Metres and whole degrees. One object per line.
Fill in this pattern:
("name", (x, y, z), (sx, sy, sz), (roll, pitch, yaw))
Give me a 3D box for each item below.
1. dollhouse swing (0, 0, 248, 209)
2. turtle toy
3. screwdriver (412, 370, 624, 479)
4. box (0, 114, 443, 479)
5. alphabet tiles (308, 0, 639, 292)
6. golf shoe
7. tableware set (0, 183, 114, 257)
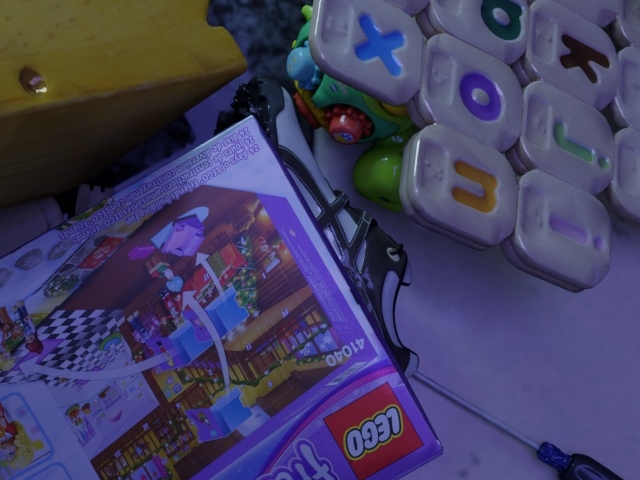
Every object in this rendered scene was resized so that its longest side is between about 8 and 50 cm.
("dollhouse swing", (-0.294, -0.137, 0.873), (0.315, 0.305, 0.346), (-20, 75, -54))
("turtle toy", (0.025, -0.079, 0.947), (0.066, 0.095, 0.130), (-35, 90, 7))
("screwdriver", (0.117, 0.115, 0.967), (0.170, 0.025, 0.024), (33, 76, -7))
("box", (-0.112, 0.092, 0.857), (0.293, 0.057, 0.201), (-29, 95, 0))
("alphabet tiles", (0.113, -0.117, 0.945), (0.278, 0.021, 0.284), (22, 60, -28))
("golf shoe", (0.000, 0.000, 0.939), (0.094, 0.077, 0.198), (-12, 92, -25))
("tableware set", (-0.175, -0.049, 0.919), (0.128, 0.039, 0.194), (10, 76, -4))
